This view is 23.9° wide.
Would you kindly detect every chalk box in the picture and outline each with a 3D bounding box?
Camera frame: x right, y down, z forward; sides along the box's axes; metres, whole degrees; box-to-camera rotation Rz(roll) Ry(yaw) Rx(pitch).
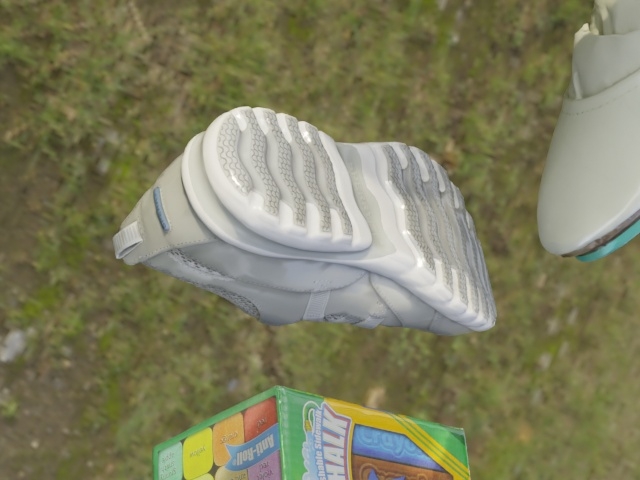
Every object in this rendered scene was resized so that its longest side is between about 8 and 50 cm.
[{"bbox_3d":[-0.027,0.240,1.266,0.289,0.180,0.179,20,55,-40],"label":"chalk box"}]

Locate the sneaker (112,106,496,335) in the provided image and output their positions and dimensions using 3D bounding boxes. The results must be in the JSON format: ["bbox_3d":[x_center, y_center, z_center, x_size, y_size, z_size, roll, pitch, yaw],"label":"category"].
[{"bbox_3d":[0.000,0.000,0.880,0.281,0.115,0.105,23,48,-47],"label":"sneaker"}]

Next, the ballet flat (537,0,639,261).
[{"bbox_3d":[0.248,-0.161,0.894,0.400,0.139,0.139,-43,147,-5],"label":"ballet flat"}]
